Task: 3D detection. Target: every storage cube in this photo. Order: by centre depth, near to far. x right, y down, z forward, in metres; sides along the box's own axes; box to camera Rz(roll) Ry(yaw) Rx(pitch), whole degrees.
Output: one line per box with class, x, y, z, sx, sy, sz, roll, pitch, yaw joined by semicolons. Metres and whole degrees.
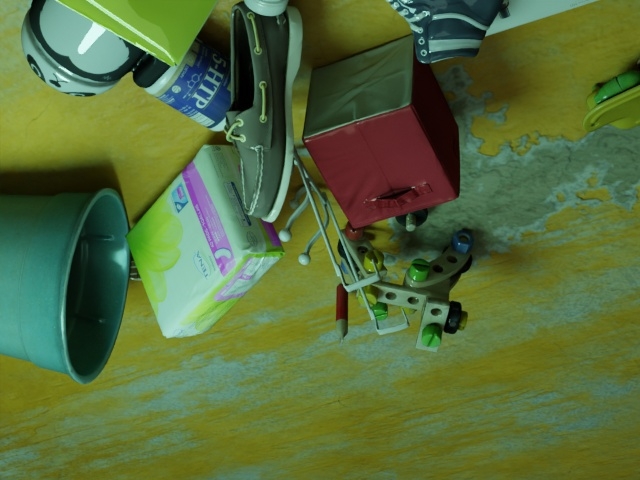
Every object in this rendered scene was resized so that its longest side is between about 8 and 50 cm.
storage cube;0.098;-0.167;1.747;0.183;0.215;0.193;-16;129;20

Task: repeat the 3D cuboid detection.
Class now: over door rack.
over door rack;0.000;0.000;1.817;0.108;0.324;0.239;-34;153;1

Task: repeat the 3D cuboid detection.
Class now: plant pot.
plant pot;-0.543;0.057;1.971;0.334;0.341;0.341;7;139;8

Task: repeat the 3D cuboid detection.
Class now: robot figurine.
robot figurine;-0.314;-0.327;1.610;0.173;0.209;0.278;-14;159;-49

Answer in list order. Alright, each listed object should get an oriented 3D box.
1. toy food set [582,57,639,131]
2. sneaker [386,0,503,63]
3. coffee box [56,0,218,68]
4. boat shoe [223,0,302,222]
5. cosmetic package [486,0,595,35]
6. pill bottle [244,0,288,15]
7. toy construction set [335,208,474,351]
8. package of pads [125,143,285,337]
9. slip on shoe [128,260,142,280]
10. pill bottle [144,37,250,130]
toy food set;0.504;-0.242;1.754;0.218;0.071;0.128;-24;156;30
sneaker;0.111;-0.344;1.570;0.282;0.099;0.153;18;115;1
coffee box;-0.239;-0.452;1.264;0.338;0.334;0.338;27;105;-24
boat shoe;-0.095;-0.191;1.675;0.096;0.324;0.116;3;-175;-27
cosmetic package;0.273;-0.361;1.628;0.239;0.060;0.099;-16;136;20
pill bottle;-0.064;-0.392;1.598;0.078;0.078;0.137;11;137;-9
toy construction set;0.129;0.106;2.029;0.257;0.237;0.309;24;135;-22
package of pads;-0.202;0.011;1.941;0.101;0.229;0.296;-3;151;-42
slip on shoe;-0.303;0.058;2.149;0.135;0.051;0.041;-3;179;-6
pill bottle;-0.170;-0.236;1.754;0.186;0.112;0.112;29;132;-27
